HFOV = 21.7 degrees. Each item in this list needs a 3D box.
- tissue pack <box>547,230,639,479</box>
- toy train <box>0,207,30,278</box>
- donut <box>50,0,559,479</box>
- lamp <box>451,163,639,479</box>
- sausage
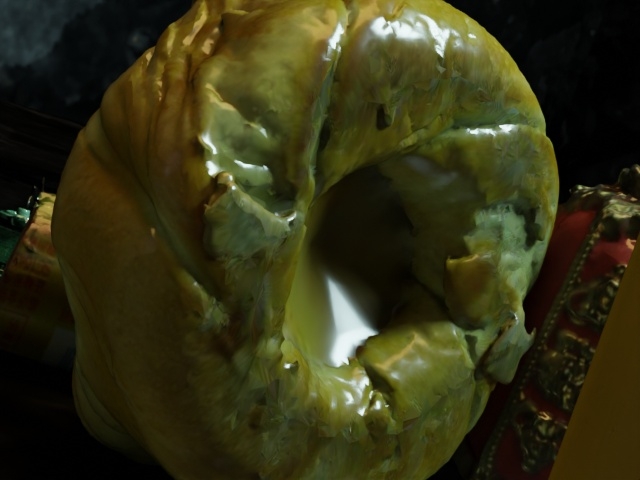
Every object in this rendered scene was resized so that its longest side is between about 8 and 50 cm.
[{"bbox_3d":[0.277,0.100,0.798,0.293,0.381,0.228,22,4,23],"label":"tissue pack"},{"bbox_3d":[-0.214,0.024,1.424,0.171,0.071,0.111,19,-3,2],"label":"toy train"},{"bbox_3d":[0.000,0.000,1.041,0.360,0.360,0.170,14,5,-45],"label":"donut"},{"bbox_3d":[0.199,0.088,1.148,0.177,0.274,0.177,22,10,-4],"label":"lamp"},{"bbox_3d":[-0.083,0.061,1.205,0.317,0.125,0.117,19,6,-12],"label":"sausage"}]
